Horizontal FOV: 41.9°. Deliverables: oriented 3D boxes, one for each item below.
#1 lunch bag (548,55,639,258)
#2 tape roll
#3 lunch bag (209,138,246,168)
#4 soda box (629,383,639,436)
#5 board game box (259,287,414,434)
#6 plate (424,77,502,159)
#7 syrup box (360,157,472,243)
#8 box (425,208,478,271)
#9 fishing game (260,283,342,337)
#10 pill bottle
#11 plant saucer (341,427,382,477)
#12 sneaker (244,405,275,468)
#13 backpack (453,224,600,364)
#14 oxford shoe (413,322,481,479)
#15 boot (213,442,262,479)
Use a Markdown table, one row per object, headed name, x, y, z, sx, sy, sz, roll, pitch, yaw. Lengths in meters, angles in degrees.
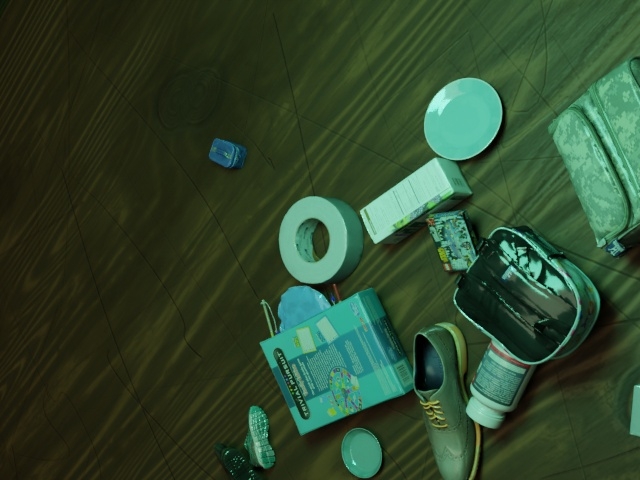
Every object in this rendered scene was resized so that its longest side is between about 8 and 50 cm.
| name | x | y | z | sx | sy | sz | roll | pitch | yaw |
| --- | --- | --- | --- | --- | --- | --- | --- | --- | --- |
| lunch bag | 0.581 | -0.150 | 1.554 | 0.256 | 0.212 | 0.305 | -40 | 64 | 49 |
| tape roll | 0.000 | 0.000 | 2.088 | 0.219 | 0.072 | 0.219 | -1 | 89 | 39 |
| lunch bag | -0.255 | -0.237 | 2.298 | 0.098 | 0.065 | 0.067 | 26 | 105 | 36 |
| soda box | 0.715 | 0.328 | 1.501 | 0.286 | 0.091 | 0.098 | 7 | 95 | 39 |
| board game box | 0.039 | 0.296 | 2.023 | 0.336 | 0.079 | 0.254 | -30 | 81 | 35 |
| plate | 0.318 | -0.268 | 1.857 | 0.188 | 0.024 | 0.188 | -8 | 77 | 34 |
| syrup box | 0.215 | -0.086 | 1.904 | 0.237 | 0.093 | 0.096 | -36 | 68 | 32 |
| box | 0.297 | 0.002 | 1.841 | 0.094 | 0.027 | 0.137 | -8 | 113 | 39 |
| fishing game | -0.030 | 0.204 | 2.125 | 0.264 | 0.041 | 0.189 | -20 | 89 | 37 |
| pill bottle | 0.378 | 0.298 | 1.759 | 0.108 | 0.108 | 0.180 | 32 | 108 | 34 |
| plant saucer | 0.105 | 0.513 | 2.026 | 0.119 | 0.021 | 0.119 | 0 | 90 | 38 |
| sneaker | -0.176 | 0.526 | 2.226 | 0.076 | 0.065 | 0.167 | -20 | 75 | 41 |
| backpack | 0.424 | 0.118 | 1.672 | 0.253 | 0.191 | 0.225 | 47 | 119 | 37 |
| oxford shoe | 0.259 | 0.366 | 1.835 | 0.130 | 0.132 | 0.364 | -15 | 80 | 37 |
| boot | -0.217 | 0.636 | 2.262 | 0.137 | 0.077 | 0.198 | -4 | 109 | 67 |
